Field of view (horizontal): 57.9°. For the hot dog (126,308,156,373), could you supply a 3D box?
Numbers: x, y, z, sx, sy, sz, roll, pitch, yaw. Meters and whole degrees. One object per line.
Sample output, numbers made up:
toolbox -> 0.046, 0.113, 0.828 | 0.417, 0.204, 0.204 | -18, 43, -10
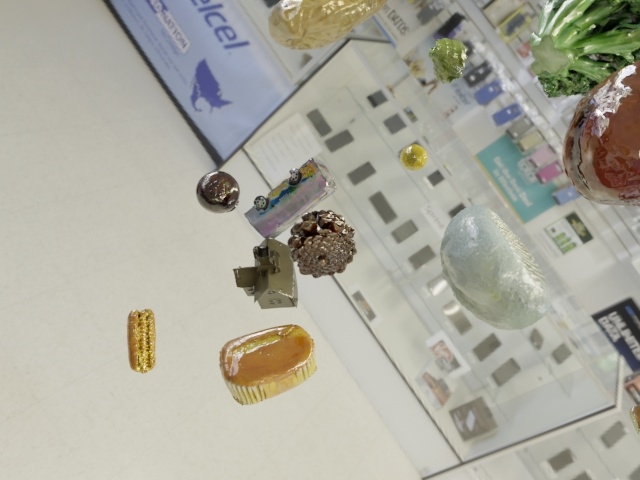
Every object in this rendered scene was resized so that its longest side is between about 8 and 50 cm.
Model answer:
hot dog -> -0.455, 0.256, 1.475 | 0.071, 0.045, 0.164 | 2, 80, -36

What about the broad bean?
broad bean -> 0.357, -0.113, 0.576 | 0.122, 0.229, 0.156 | -111, -177, -86

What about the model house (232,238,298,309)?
model house -> -0.194, 0.100, 1.974 | 0.243, 0.205, 0.211 | 76, 8, -57

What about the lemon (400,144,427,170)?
lemon -> 0.279, -0.247, 1.731 | 0.082, 0.082, 0.110 | 50, 4, -4

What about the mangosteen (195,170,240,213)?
mangosteen -> -0.383, -0.181, 2.169 | 0.172, 0.172, 0.184 | 43, 4, -15

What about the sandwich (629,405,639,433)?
sandwich -> 0.773, 0.425, 1.407 | 0.083, 0.044, 0.030 | -40, 136, -29

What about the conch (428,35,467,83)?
conch -> 0.272, -0.384, 1.226 | 0.121, 0.089, 0.074 | 31, 1, -42

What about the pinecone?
pinecone -> 0.000, 0.000, 1.641 | 0.208, 0.208, 0.207 | 33, 36, -29

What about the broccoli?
broccoli -> 0.516, -0.397, 1.101 | 0.265, 0.245, 0.294 | 47, -12, 36

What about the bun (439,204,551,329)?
bun -> 0.447, 0.074, 1.538 | 0.362, 0.211, 0.361 | 40, 28, -27

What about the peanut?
peanut -> 0.012, -0.409, 1.022 | 0.233, 0.197, 0.110 | -46, 118, -27

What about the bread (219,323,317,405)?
bread -> -0.155, 0.353, 1.727 | 0.204, 0.288, 0.156 | -112, -171, -45

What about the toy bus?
toy bus -> -0.099, -0.132, 1.912 | 0.137, 0.317, 0.112 | 59, 23, 18
